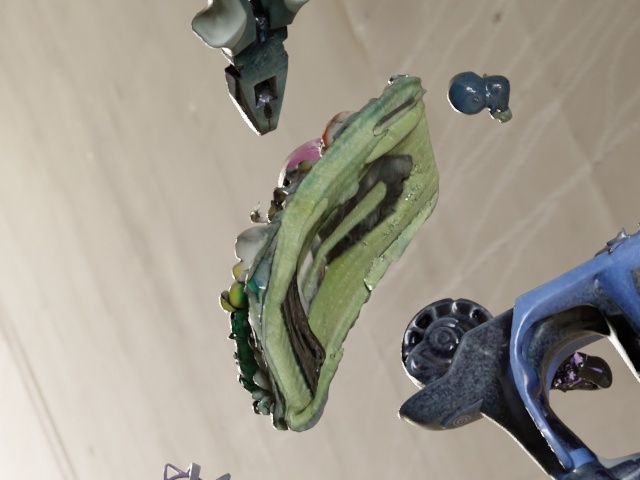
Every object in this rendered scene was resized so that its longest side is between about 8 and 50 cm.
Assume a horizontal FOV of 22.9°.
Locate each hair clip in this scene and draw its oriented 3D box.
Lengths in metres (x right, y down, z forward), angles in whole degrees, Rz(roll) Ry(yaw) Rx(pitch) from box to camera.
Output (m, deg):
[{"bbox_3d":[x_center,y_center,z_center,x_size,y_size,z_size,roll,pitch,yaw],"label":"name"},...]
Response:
[{"bbox_3d":[-0.002,0.000,1.167,0.091,0.321,0.138,5,-53,26],"label":"hair clip"}]

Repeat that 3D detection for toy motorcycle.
[{"bbox_3d":[0.227,0.080,1.093,0.125,0.358,0.213,49,18,-58],"label":"toy motorcycle"}]

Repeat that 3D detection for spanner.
[{"bbox_3d":[-0.052,-0.194,1.151,0.040,0.095,0.325,46,-25,32],"label":"spanner"}]

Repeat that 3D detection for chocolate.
[{"bbox_3d":[0.274,0.168,1.893,0.072,0.147,0.070,64,4,-62],"label":"chocolate"}]

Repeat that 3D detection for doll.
[{"bbox_3d":[0.202,-0.191,2.019,0.050,0.083,0.076,96,-11,-48],"label":"doll"}]

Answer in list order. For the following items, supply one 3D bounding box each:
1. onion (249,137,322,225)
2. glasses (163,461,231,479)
[{"bbox_3d":[0.016,-0.041,2.132,0.207,0.200,0.200,58,-15,-27],"label":"onion"},{"bbox_3d":[-0.126,0.243,1.423,0.062,0.140,0.104,26,-36,-1],"label":"glasses"}]
